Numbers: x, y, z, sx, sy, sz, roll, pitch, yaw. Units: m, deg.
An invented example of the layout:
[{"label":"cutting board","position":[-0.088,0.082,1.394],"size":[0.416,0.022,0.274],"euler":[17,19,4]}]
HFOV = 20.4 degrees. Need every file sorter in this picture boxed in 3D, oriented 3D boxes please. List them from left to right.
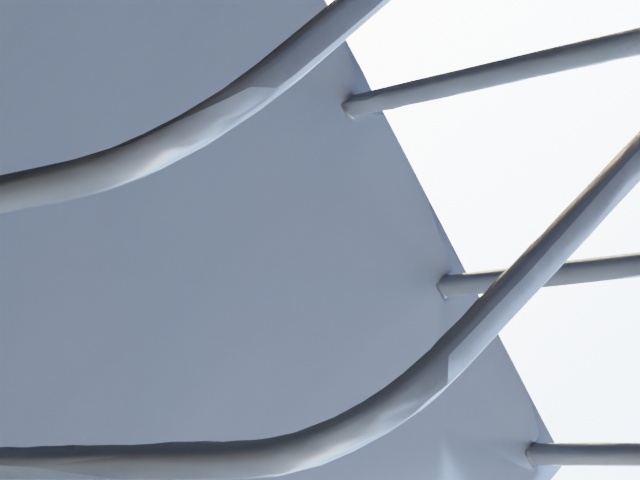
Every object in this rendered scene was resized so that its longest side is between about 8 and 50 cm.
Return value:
[{"label":"file sorter","position":[0.000,0.000,0.422],"size":[0.173,0.278,0.193],"euler":[-9,-154,49]}]
